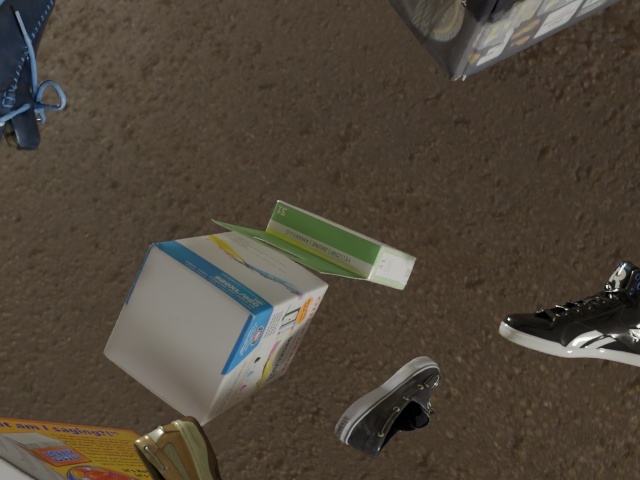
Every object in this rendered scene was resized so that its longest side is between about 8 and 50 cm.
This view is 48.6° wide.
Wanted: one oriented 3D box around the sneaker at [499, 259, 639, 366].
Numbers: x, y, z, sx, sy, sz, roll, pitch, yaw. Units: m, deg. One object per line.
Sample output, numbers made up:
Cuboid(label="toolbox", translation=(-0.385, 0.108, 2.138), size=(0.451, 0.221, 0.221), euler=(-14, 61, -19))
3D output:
Cuboid(label="sneaker", translation=(0.328, 0.077, 0.853), size=(0.217, 0.079, 0.121), euler=(9, 99, -8))

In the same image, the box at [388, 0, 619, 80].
Cuboid(label="box", translation=(0.238, -0.278, 0.365), size=(0.395, 0.318, 0.097), euler=(-28, 75, -18))

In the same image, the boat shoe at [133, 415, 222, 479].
Cuboid(label="boat shoe", translation=(-0.111, 0.248, 0.622), size=(0.072, 0.068, 0.190), euler=(-13, 48, -32))

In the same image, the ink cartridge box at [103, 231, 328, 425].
Cuboid(label="ink cartridge box", translation=(-0.131, 0.104, 0.959), size=(0.168, 0.233, 0.171), euler=(31, 107, 17))

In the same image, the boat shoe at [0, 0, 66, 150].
Cuboid(label="boat shoe", translation=(-0.277, -0.097, 0.595), size=(0.258, 0.089, 0.109), euler=(-64, 23, -3))

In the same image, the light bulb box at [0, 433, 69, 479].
Cuboid(label="light bulb box", translation=(-0.305, 0.161, 0.376), size=(0.358, 0.361, 0.225), euler=(-11, 41, 56))

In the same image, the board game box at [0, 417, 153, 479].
Cuboid(label="board game box", translation=(-0.310, 0.436, 0.815), size=(0.356, 0.357, 0.356), euler=(14, 82, 39))

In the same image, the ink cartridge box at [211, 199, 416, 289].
Cuboid(label="ink cartridge box", translation=(0.000, 0.000, 0.896), size=(0.171, 0.235, 0.056), euler=(24, 92, 30))

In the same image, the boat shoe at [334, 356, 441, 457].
Cuboid(label="boat shoe", translation=(0.113, 0.227, 0.957), size=(0.076, 0.229, 0.080), euler=(34, 116, 27))
